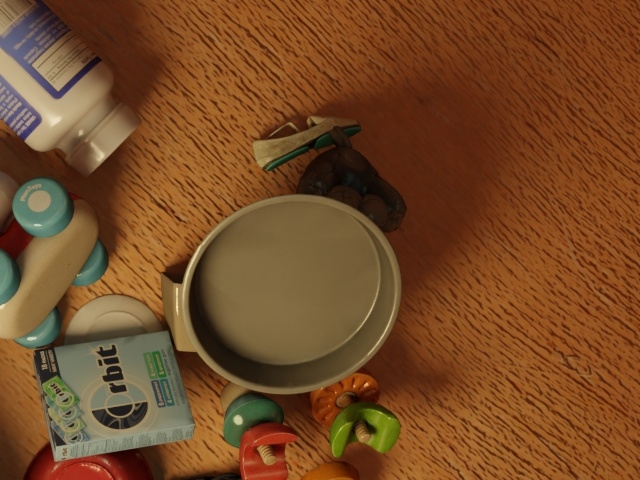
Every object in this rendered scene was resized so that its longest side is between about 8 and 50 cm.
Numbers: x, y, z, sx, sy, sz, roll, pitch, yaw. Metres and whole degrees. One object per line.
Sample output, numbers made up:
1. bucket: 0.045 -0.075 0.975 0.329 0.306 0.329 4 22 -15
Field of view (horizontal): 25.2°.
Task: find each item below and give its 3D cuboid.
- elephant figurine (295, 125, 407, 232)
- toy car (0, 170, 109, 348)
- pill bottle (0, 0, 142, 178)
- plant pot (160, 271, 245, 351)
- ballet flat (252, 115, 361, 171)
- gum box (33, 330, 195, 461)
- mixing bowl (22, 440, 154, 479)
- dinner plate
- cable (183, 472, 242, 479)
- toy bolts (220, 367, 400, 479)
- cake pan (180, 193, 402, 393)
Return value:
1. elephant figurine: 0.000 0.000 2.013 0.169 0.239 0.186 37 37 13
2. toy car: -0.432 -0.007 1.872 0.238 0.219 0.210 31 76 17
3. pill bottle: -0.373 -0.215 1.905 0.272 0.152 0.152 45 74 -9
4. plant pot: -0.163 0.101 1.970 0.109 0.109 0.096 5 96 -17
5. ballet flat: -0.020 -0.153 2.062 0.168 0.057 0.052 -23 79 -19
6. gum box: -0.275 0.204 1.895 0.184 0.041 0.157 -7 52 -19
7. mixing bowl: -0.307 0.336 1.883 0.181 0.098 0.181 1 79 -6
8. dinner plate: -0.282 0.145 1.971 0.141 0.017 0.141 1 86 -18
9. cable: -0.145 0.398 1.973 0.184 0.047 0.151 -6 87 -18
10. toy bolts: -0.037 0.268 2.002 0.228 0.158 0.218 2 125 -27
11. cake pan: -0.040 0.065 1.893 0.293 0.054 0.293 -4 115 -8
